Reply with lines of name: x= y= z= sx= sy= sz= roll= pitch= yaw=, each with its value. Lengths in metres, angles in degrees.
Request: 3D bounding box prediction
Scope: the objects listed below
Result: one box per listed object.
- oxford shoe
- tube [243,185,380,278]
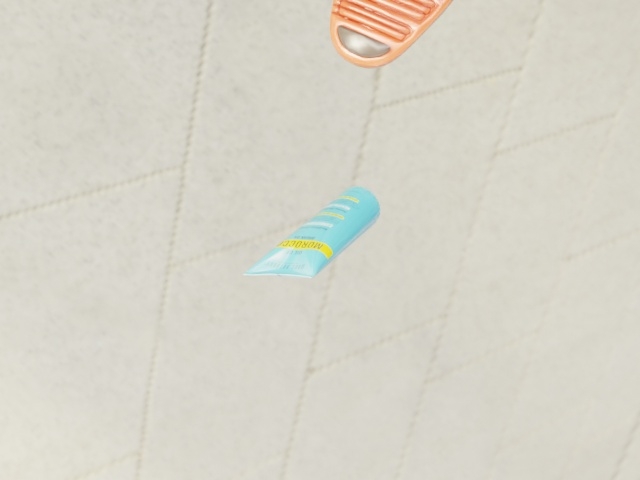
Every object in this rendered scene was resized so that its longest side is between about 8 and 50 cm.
oxford shoe: x=0.085 y=-0.240 z=1.129 sx=0.271 sy=0.097 sz=0.098 roll=-61 pitch=174 yaw=-21
tube: x=0.000 y=0.000 z=1.497 sx=0.207 sy=0.080 sz=0.052 roll=-41 pitch=122 yaw=-55
